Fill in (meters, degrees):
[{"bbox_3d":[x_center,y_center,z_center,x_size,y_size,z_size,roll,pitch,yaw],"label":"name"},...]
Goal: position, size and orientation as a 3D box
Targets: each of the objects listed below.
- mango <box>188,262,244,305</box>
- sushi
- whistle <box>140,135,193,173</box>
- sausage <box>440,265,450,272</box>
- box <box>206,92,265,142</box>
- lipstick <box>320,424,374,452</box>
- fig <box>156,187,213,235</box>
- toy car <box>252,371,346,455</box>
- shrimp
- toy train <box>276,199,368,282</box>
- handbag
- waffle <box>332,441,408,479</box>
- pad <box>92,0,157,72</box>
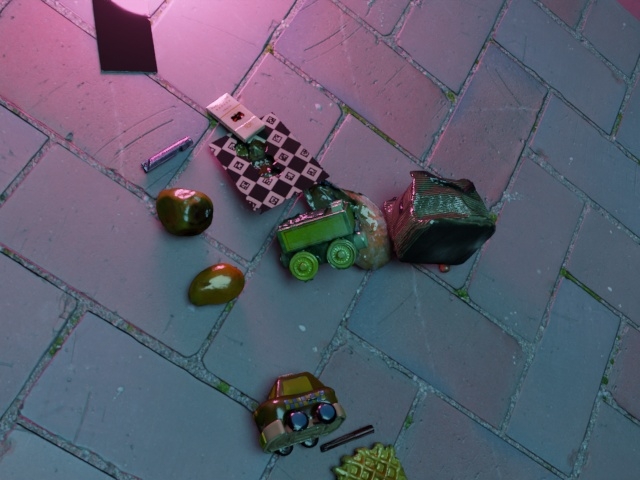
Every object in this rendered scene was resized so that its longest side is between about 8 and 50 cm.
[{"bbox_3d":[-0.296,0.124,1.871,0.164,0.089,0.115,-5,88,-21],"label":"mango"},{"bbox_3d":[-0.163,-0.227,2.002,0.264,0.050,0.290,-32,72,-23],"label":"sushi"},{"bbox_3d":[-0.449,-0.254,1.930,0.176,0.033,0.033,-38,93,-27],"label":"whistle"},{"bbox_3d":[0.417,0.068,2.226,0.034,0.034,0.083,-2,75,-24],"label":"sausage"},{"bbox_3d":[-0.260,-0.377,2.020,0.167,0.024,0.090,40,62,14],"label":"box"},{"bbox_3d":[0.079,0.586,1.947,0.176,0.027,0.027,-14,82,-25],"label":"lipstick"},{"bbox_3d":[-0.386,-0.083,1.856,0.165,0.144,0.154,21,33,4],"label":"fig"},{"bbox_3d":[-0.073,0.468,1.843,0.247,0.204,0.198,-10,57,-27],"label":"toy car"},{"bbox_3d":[0.077,-0.098,2.087,0.446,0.110,0.221,49,58,-9],"label":"shrimp"},{"bbox_3d":[0.000,0.000,1.948,0.271,0.159,0.188,-16,101,11],"label":"toy train"},{"bbox_3d":[0.373,-0.075,2.113,0.340,0.247,0.240,4,52,-32],"label":"handbag"},{"bbox_3d":[0.152,0.736,1.924,0.250,0.056,0.261,-20,87,-27],"label":"waffle"},{"bbox_3d":[-0.589,-0.618,1.979,0.170,0.006,0.246,-6,79,-26],"label":"pad"}]
